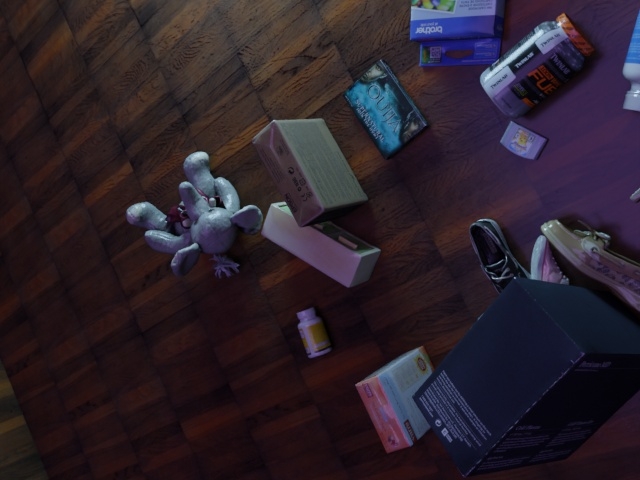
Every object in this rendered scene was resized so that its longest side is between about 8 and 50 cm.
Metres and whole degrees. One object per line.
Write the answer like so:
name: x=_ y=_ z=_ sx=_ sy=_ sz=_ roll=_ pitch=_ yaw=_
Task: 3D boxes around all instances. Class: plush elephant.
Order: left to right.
plush elephant: x=-0.296 y=-0.049 z=1.649 sx=0.330 sy=0.272 sz=0.255 roll=54 pitch=162 yaw=-4

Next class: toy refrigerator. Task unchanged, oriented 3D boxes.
toy refrigerator: x=0.000 y=0.000 z=1.578 sx=0.270 sy=0.102 sz=0.094 roll=31 pitch=113 yaw=25

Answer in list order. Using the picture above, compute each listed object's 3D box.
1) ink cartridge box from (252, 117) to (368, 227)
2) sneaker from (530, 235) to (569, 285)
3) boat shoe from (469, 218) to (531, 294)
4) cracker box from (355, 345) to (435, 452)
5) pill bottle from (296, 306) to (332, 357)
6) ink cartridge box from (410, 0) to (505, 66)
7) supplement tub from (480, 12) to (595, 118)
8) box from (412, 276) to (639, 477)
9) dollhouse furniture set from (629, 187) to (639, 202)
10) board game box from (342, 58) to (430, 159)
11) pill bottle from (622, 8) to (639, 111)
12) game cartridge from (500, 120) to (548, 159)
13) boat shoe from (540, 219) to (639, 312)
ink cartridge box: x=-0.021 y=-0.159 z=1.510 sx=0.088 sy=0.193 sz=0.234 roll=-35 pitch=78 yaw=33
sneaker: x=0.464 y=0.059 z=1.333 sx=0.070 sy=0.051 sz=0.134 roll=6 pitch=83 yaw=2
boat shoe: x=0.372 y=0.058 z=1.372 sx=0.078 sy=0.070 sz=0.219 roll=-35 pitch=79 yaw=31
cracker box: x=0.186 y=0.339 z=1.438 sx=0.067 sy=0.232 sz=0.155 roll=-29 pitch=82 yaw=32
pill bottle: x=-0.019 y=0.228 z=1.647 sx=0.065 sy=0.065 sz=0.116 roll=-21 pitch=87 yaw=33
ink cartridge box: x=0.280 y=-0.516 z=1.346 sx=0.186 sy=0.065 sz=0.310 roll=8 pitch=104 yaw=31
supplement tub: x=0.411 y=-0.331 z=1.258 sx=0.190 sy=0.117 sz=0.117 roll=-40 pitch=77 yaw=31
box: x=0.405 y=0.248 z=1.204 sx=0.312 sy=0.343 sz=0.179 roll=-56 pitch=46 yaw=26
dollhouse furniture set: x=0.719 y=0.009 z=1.081 sx=0.152 sy=0.201 sz=0.374 roll=-49 pitch=66 yaw=28
board game box: x=0.145 y=-0.293 z=1.484 sx=0.126 sy=0.026 sz=0.186 roll=-39 pitch=77 yaw=31
pill bottle: x=0.597 y=-0.329 z=1.138 sx=0.124 sy=0.124 sz=0.221 roll=19 pitch=107 yaw=28
game cartridge: x=0.410 y=-0.199 z=1.341 sx=0.083 sy=0.017 sz=0.055 roll=33 pitch=117 yaw=24
boat shoe: x=0.551 y=0.040 z=1.248 sx=0.285 sy=0.105 sz=0.089 roll=37 pitch=111 yaw=11
